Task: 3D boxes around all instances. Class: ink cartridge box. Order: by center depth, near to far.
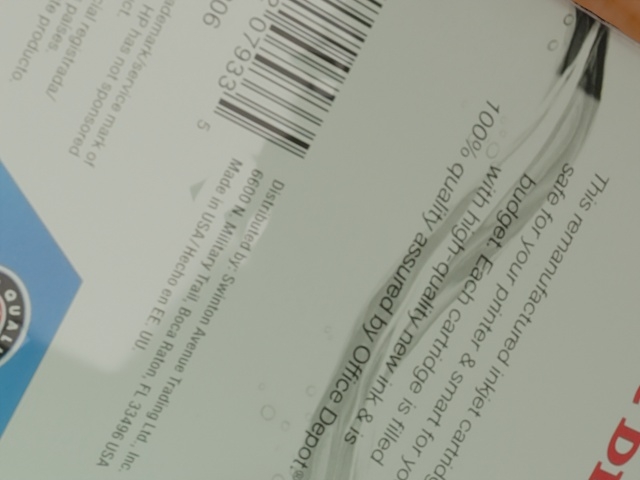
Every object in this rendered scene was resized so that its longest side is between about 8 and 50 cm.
[{"bbox_3d":[0.000,0.000,0.563,0.395,0.166,0.285,27,95,-22],"label":"ink cartridge box"}]
